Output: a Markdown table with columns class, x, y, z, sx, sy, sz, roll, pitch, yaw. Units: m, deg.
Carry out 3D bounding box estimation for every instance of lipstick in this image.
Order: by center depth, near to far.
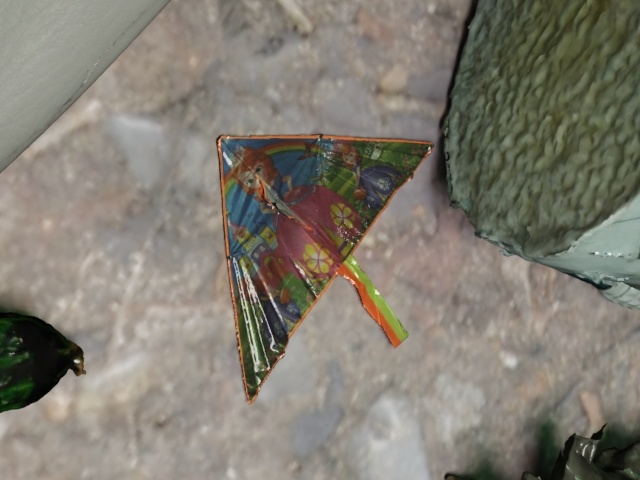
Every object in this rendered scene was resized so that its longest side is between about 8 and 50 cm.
| class | x | y | z | sx | sy | sz | roll | pitch | yaw |
| --- | --- | --- | --- | --- | --- | --- | --- | --- | --- |
| lipstick | 0.165 | 0.011 | 0.629 | 0.116 | 0.037 | 0.037 | 22 | 77 | -24 |

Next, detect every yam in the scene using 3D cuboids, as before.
| class | x | y | z | sx | sy | sz | roll | pitch | yaw |
| --- | --- | --- | --- | --- | --- | --- | --- | --- | --- |
| yam | 0.244 | -0.069 | 0.564 | 0.348 | 0.241 | 0.241 | 13 | 81 | -31 |

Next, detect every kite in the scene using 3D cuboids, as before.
| class | x | y | z | sx | sy | sz | roll | pitch | yaw |
| --- | --- | --- | --- | --- | --- | --- | --- | --- | --- |
| kite | 0.000 | 0.000 | 0.543 | 0.159 | 0.010 | 0.190 | 44 | 68 | -22 |

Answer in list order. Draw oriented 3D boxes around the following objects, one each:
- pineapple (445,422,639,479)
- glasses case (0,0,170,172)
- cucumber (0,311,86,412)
| class | x | y | z | sx | sy | sz | roll | pitch | yaw |
| --- | --- | --- | --- | --- | --- | --- | --- | --- | --- |
| pineapple | 0.198 | 0.171 | 0.594 | 0.248 | 0.128 | 0.128 | 11 | 82 | -26 |
| glasses case | -0.119 | -0.146 | 0.438 | 0.128 | 0.083 | 0.308 | 43 | 68 | -16 |
| cucumber | -0.227 | 0.058 | 0.374 | 0.293 | 0.067 | 0.068 | -3 | 89 | -31 |
